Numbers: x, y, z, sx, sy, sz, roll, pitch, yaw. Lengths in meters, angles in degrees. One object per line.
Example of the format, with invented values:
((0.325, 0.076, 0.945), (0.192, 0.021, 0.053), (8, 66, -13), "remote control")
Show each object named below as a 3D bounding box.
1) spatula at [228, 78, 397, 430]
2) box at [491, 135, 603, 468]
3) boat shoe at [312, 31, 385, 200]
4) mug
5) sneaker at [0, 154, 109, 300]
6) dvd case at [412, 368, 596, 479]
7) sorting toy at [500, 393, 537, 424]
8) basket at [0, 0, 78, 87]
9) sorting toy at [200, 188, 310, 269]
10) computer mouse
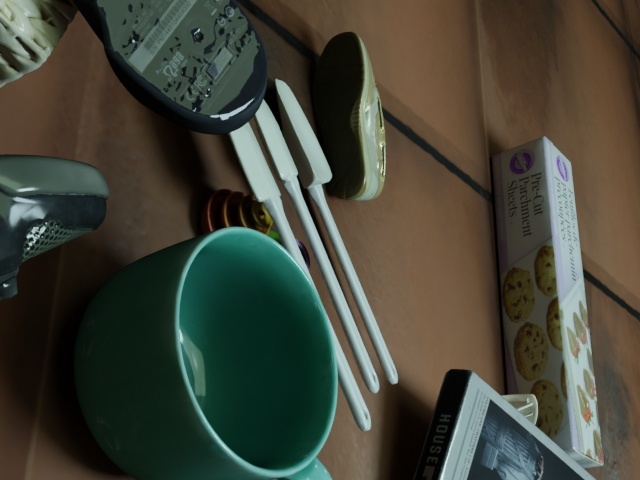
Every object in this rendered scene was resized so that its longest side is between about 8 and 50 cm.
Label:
((0.000, 0.000, 0.707), (0.242, 0.019, 0.168), (66, 13, 0), "spatula")
((0.213, 0.057, 0.988), (0.063, 0.067, 0.324), (32, 51, -44), "box")
((0.026, -0.095, 0.813), (0.045, 0.050, 0.135), (14, 73, -56), "boat shoe")
((-0.065, 0.080, 0.548), (0.129, 0.097, 0.158), (13, 64, -53), "mug")
((-0.173, 0.036, 0.430), (0.227, 0.087, 0.130), (-23, 95, -53), "sneaker")
((0.144, 0.232, 0.797), (0.238, 0.029, 0.179), (41, 59, -37), "dvd case")
((0.142, 0.171, 0.853), (0.083, 0.045, 0.075), (-8, 92, -46), "sorting toy")
((-0.192, -0.150, 0.469), (0.167, 0.113, 0.103), (45, 45, -34), "basket")
((-0.034, 0.005, 0.679), (0.102, 0.042, 0.061), (37, 46, -40), "sorting toy")
((-0.111, -0.137, 0.454), (0.242, 0.041, 0.071), (48, 63, -27), "computer mouse")
